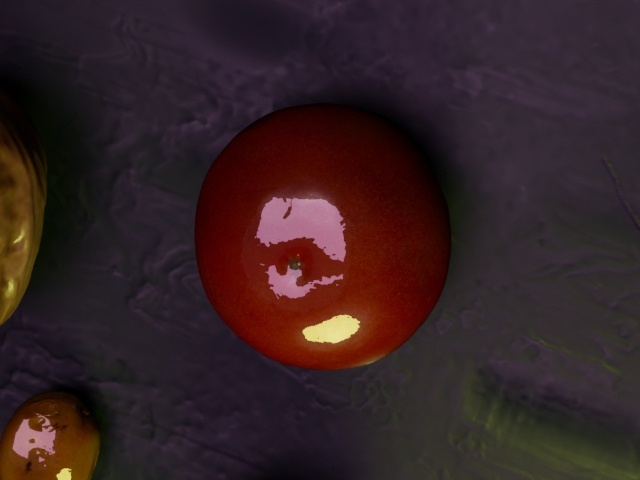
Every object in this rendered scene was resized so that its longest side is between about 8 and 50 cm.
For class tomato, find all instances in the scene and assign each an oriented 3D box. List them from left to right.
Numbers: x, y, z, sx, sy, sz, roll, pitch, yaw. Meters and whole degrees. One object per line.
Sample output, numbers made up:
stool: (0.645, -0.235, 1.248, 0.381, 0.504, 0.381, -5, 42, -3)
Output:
tomato: (0.000, 0.000, 1.093, 0.195, 0.136, 0.195, 3, 105, 13)

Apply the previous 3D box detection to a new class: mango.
mango: (-0.221, 0.175, 1.237, 0.080, 0.060, 0.114, 23, 107, -8)

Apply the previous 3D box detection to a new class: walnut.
walnut: (-0.296, -0.021, 1.135, 0.195, 0.195, 0.221, 27, 110, 7)
